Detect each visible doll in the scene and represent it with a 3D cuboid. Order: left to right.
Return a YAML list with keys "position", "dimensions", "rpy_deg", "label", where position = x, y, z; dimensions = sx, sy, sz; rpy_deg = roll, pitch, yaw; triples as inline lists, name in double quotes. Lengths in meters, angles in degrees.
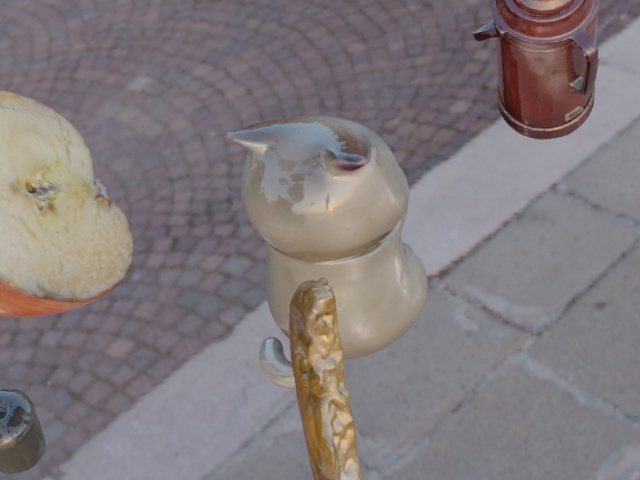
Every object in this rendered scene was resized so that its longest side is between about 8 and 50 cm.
- position: [0.016, -0.002, 1.463]
  dimensions: [0.215, 0.370, 0.226]
  rpy_deg: [20, 42, 29]
  label: "doll"

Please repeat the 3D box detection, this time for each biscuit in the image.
- position: [0.002, 0.128, 0.865]
  dimensions: [0.033, 0.224, 0.144]
  rpy_deg: [-10, 17, -9]
  label: "biscuit"

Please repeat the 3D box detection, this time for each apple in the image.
- position: [-0.392, -0.025, 1.426]
  dimensions: [0.163, 0.293, 0.251]
  rpy_deg: [-31, -17, 34]
  label: "apple"

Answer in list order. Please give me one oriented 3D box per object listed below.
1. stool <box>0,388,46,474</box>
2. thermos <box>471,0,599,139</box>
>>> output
- position: [-0.428, 0.265, 1.573]
  dimensions: [0.096, 0.110, 0.096]
  rpy_deg: [-3, 50, 4]
  label: "stool"
- position: [0.201, -0.179, 1.008]
  dimensions: [0.099, 0.232, 0.124]
  rpy_deg: [-33, 67, -4]
  label: "thermos"
